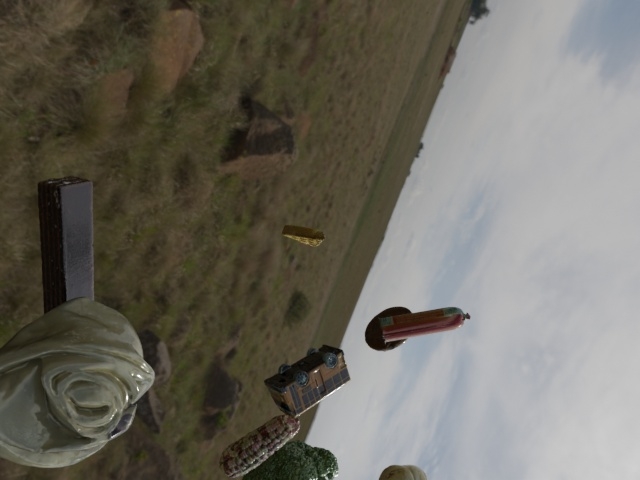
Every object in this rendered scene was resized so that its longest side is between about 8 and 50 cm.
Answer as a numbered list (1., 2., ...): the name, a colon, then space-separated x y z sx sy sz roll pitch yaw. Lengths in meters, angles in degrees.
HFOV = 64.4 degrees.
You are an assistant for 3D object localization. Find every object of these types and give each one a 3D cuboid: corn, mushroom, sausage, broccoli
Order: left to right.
1. corn: -0.169 0.552 1.380 0.280 0.092 0.092 -43 -175 23
2. broccoli: -0.127 0.850 1.749 0.413 0.310 0.321 -32 142 5
3. mushroom: 0.191 0.597 1.202 0.112 0.148 0.148 3 -113 55
4. sausage: 0.306 0.243 1.487 0.083 0.263 0.083 -10 90 -84

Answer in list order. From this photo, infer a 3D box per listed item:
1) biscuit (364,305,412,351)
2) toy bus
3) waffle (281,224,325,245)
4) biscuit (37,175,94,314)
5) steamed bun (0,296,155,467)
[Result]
1. biscuit: 0.252 0.318 1.863 0.212 0.036 0.212 -27 -153 15
2. toy bus: -0.031 0.356 1.289 0.201 0.098 0.114 -25 104 -32
3. waffle: 0.000 0.000 1.221 0.191 0.125 0.032 13 -100 53
4. biscuit: -0.618 0.038 1.247 0.107 0.073 0.389 -40 140 -66
5. steamed bun: -0.544 0.333 1.138 0.368 0.255 0.342 -51 136 -24
